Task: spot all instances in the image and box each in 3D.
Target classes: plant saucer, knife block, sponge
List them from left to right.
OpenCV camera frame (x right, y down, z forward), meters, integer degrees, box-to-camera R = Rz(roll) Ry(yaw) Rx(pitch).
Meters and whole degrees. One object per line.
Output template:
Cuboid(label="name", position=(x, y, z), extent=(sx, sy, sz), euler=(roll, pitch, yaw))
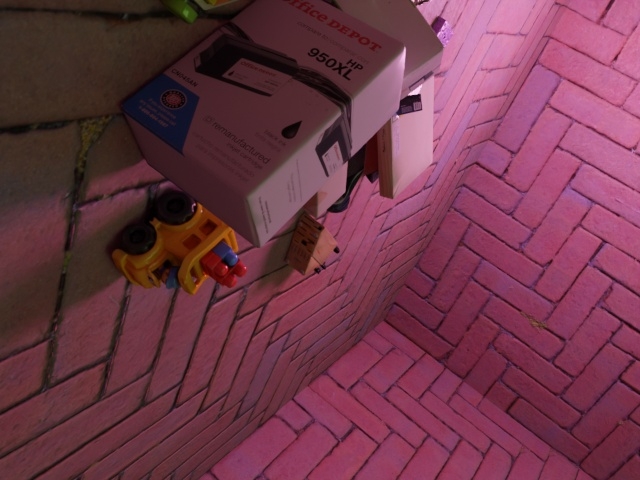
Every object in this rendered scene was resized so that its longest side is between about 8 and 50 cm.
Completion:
Cuboid(label="knife block", position=(0.000, 0.000, 1.919), extent=(0.242, 0.088, 0.275), euler=(-34, 153, -46))
Cuboid(label="plant saucer", position=(0.222, -0.339, 1.774), extent=(0.259, 0.048, 0.258), euler=(-24, 124, -54))
Cuboid(label="sponge", position=(0.333, -0.573, 1.792), extent=(0.210, 0.031, 0.117), euler=(-57, 161, 13))

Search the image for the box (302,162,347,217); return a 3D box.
Cuboid(label="box", position=(-0.021, -0.208, 1.413), extent=(0.121, 0.148, 0.311), euler=(-44, 158, -23))

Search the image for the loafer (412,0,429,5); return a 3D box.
Cuboid(label="loafer", position=(0.212, -0.604, 1.389), extent=(0.251, 0.094, 0.087), euler=(-27, 173, -36))

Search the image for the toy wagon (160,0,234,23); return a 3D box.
Cuboid(label="toy wagon", position=(-0.163, -0.454, 0.753), extent=(0.267, 0.068, 0.344), euler=(-55, 162, 4))

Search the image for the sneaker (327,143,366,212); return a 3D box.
Cuboid(label="sneaker", position=(0.079, -0.187, 1.796), extent=(0.226, 0.086, 0.163), euler=(-57, 172, -16))

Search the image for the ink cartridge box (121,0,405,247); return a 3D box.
Cuboid(label="ink cartridge box", position=(-0.084, -0.231, 0.998), extent=(0.395, 0.285, 0.166), euler=(-47, 160, -21))

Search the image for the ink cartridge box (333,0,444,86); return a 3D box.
Cuboid(label="ink cartridge box", position=(0.150, -0.418, 1.212), extent=(0.119, 0.207, 0.353), euler=(-35, -179, 12))

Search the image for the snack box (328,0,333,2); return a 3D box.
Cuboid(label="snack box", position=(0.079, -0.572, 1.125), extent=(0.207, 0.070, 0.174), euler=(-34, 155, -41))

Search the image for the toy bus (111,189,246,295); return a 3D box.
Cuboid(label="toy bus", position=(-0.263, 0.033, 1.156), extent=(0.220, 0.211, 0.149), euler=(-45, 161, -21))

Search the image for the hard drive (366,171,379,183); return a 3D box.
Cuboid(label="hard drive", position=(0.239, -0.327, 1.966), extent=(0.254, 0.054, 0.172), euler=(-47, 160, -18))

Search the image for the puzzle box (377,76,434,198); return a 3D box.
Cuboid(label="puzzle box", position=(0.254, -0.361, 1.708), extent=(0.272, 0.052, 0.408), euler=(-40, 136, -41))

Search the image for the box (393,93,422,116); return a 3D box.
Cuboid(label="box", position=(0.118, -0.324, 1.448), extent=(0.233, 0.159, 0.044), euler=(-20, 108, -36))
